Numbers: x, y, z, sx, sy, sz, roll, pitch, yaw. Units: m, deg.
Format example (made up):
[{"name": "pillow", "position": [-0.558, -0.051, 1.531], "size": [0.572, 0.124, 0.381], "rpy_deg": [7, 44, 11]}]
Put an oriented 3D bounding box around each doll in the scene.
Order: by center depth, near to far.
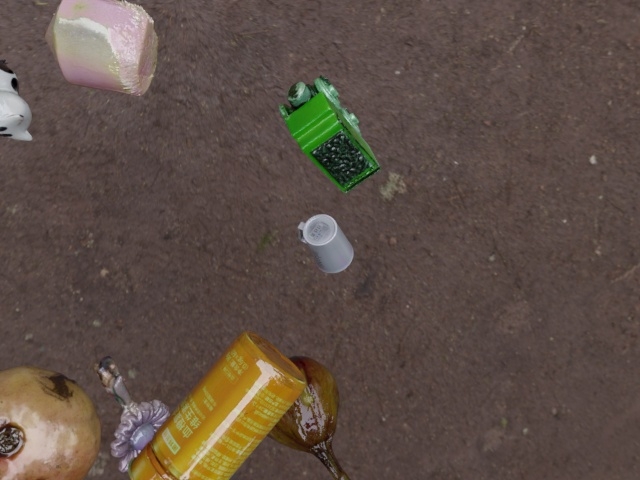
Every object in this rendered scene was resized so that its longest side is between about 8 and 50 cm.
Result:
[{"name": "doll", "position": [-0.671, -0.292, 1.267], "size": [0.107, 0.110, 0.180], "rpy_deg": [-25, 74, -12]}]

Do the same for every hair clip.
[{"name": "hair clip", "position": [-0.442, 0.405, 1.431], "size": [0.173, 0.069, 0.300], "rpy_deg": [-41, 126, -40]}]

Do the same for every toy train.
[{"name": "toy train", "position": [0.019, -0.228, 1.317], "size": [0.133, 0.188, 0.243], "rpy_deg": [-35, 136, 14]}]

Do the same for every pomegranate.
[{"name": "pomegranate", "position": [-0.650, 0.429, 1.341], "size": [0.323, 0.322, 0.321], "rpy_deg": [-5, 112, -11]}]

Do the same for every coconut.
[{"name": "coconut", "position": [-0.530, -0.473, 1.467], "size": [0.246, 0.233, 0.233], "rpy_deg": [13, 109, -2]}]

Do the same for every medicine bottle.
[{"name": "medicine bottle", "position": [-0.110, 0.199, 0.668], "size": [0.096, 0.096, 0.192], "rpy_deg": [41, 89, -24]}]

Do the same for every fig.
[{"name": "fig", "position": [-0.005, 0.349, 1.219], "size": [0.191, 0.290, 0.190], "rpy_deg": [-23, 125, -38]}]

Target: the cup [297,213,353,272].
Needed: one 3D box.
[{"name": "cup", "position": [0.000, 0.000, 1.104], "size": [0.074, 0.104, 0.116], "rpy_deg": [-58, 154, -14]}]
